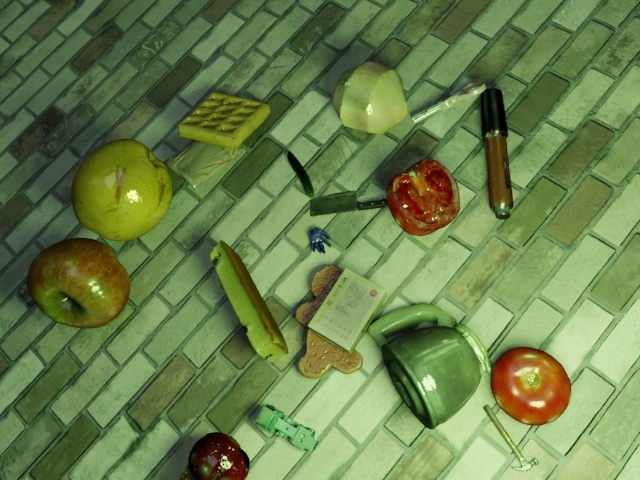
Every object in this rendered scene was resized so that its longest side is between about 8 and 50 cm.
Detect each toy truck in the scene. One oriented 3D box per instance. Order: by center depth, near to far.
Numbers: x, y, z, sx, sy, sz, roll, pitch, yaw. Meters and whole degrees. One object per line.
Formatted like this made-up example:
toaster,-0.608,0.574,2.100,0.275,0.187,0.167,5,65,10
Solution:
toy truck,-0.091,0.506,1.653,0.175,0.081,0.067,26,78,21

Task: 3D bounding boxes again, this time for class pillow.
pillow,-0.382,-0.276,2.012,0.173,0.067,0.270,31,51,18

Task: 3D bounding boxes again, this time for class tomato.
tomato,0.522,0.363,1.538,0.195,0.136,0.195,-6,64,12
tomato,0.281,-0.112,1.780,0.233,0.139,0.200,-28,86,-26

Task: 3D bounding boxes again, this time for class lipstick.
lipstick,0.523,-0.261,1.831,0.077,0.077,0.419,-4,68,12

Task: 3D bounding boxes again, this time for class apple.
apple,-0.715,0.117,1.865,0.309,0.278,0.250,18,37,8

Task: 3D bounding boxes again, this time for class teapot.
teapot,0.293,0.316,1.604,0.239,0.321,0.240,-27,103,-12

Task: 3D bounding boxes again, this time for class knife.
knife,0.086,-0.119,1.907,0.245,0.019,0.072,-6,66,13

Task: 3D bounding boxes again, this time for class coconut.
coconut,0.164,-0.443,1.926,0.236,0.197,0.237,-6,61,12

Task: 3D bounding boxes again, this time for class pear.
pear,-0.621,-0.154,1.941,0.314,0.314,0.315,-5,67,11

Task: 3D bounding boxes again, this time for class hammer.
hammer,0.469,0.499,1.561,0.062,0.017,0.182,-33,63,-2

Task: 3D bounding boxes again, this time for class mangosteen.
mangosteen,-0.280,0.596,1.617,0.180,0.166,0.166,-41,65,-2

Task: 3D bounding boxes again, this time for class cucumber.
cucumber,-0.061,-0.213,1.973,0.036,0.033,0.184,-17,63,-22

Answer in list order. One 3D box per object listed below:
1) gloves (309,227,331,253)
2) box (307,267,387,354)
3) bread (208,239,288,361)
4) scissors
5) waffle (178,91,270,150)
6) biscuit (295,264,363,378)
gloves,0.000,0.000,1.873,0.064,0.026,0.086,-17,65,4
box,0.076,0.194,1.709,0.141,0.058,0.201,27,75,20
bread,-0.213,0.175,1.789,0.077,0.138,0.361,-32,64,1
scissors,0.399,-0.437,1.940,0.242,0.031,0.118,-28,22,12
waffle,-0.316,-0.401,2.045,0.221,0.055,0.248,15,46,20
biscuit,0.033,0.227,1.759,0.205,0.049,0.324,-8,67,8
